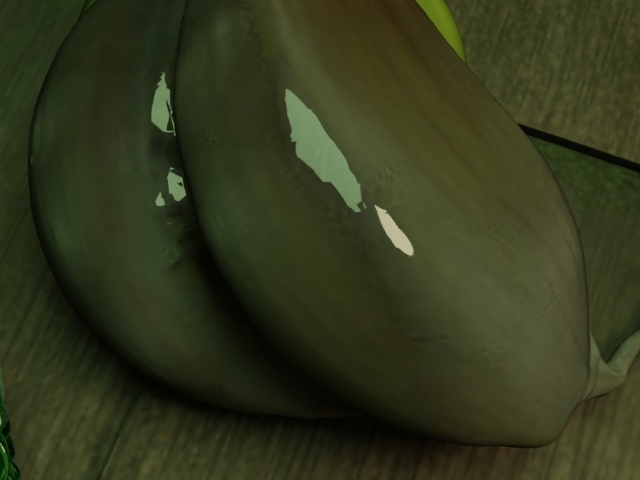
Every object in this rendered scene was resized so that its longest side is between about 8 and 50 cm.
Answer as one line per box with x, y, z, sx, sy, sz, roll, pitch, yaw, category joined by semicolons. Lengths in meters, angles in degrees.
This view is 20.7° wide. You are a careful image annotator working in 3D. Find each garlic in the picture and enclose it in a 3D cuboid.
0.000;0.000;0.901;0.340;0.231;0.246;49;31;-13;garlic

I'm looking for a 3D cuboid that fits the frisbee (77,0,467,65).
-0.027;-0.107;1.027;0.236;0.017;0.236;4;60;-7;frisbee

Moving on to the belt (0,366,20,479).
-0.191;0.077;0.838;0.079;0.121;0.151;-12;50;-9;belt
